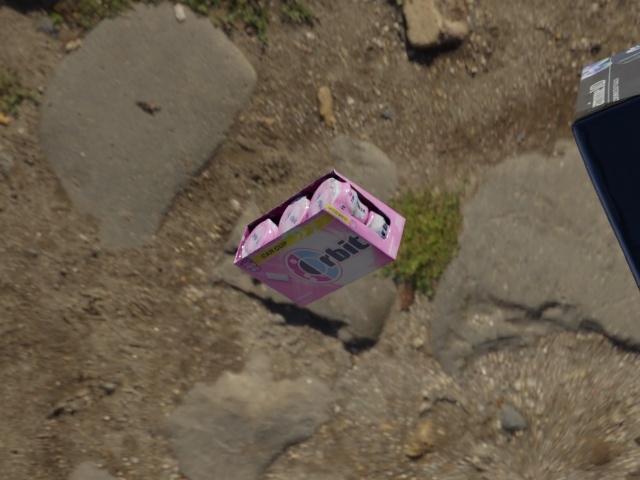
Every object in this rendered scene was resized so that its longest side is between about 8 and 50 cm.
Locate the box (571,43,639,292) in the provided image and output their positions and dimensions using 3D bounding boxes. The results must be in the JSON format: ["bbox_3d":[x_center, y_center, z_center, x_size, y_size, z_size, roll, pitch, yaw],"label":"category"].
[{"bbox_3d":[0.477,-0.130,1.076,0.395,0.293,0.212,-22,102,21],"label":"box"}]

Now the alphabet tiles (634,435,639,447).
[{"bbox_3d":[0.529,0.163,1.217,0.342,0.285,0.011,-28,90,0],"label":"alphabet tiles"}]

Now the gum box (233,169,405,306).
[{"bbox_3d":[0.000,0.000,1.240,0.107,0.188,0.062,34,52,-23],"label":"gum box"}]
